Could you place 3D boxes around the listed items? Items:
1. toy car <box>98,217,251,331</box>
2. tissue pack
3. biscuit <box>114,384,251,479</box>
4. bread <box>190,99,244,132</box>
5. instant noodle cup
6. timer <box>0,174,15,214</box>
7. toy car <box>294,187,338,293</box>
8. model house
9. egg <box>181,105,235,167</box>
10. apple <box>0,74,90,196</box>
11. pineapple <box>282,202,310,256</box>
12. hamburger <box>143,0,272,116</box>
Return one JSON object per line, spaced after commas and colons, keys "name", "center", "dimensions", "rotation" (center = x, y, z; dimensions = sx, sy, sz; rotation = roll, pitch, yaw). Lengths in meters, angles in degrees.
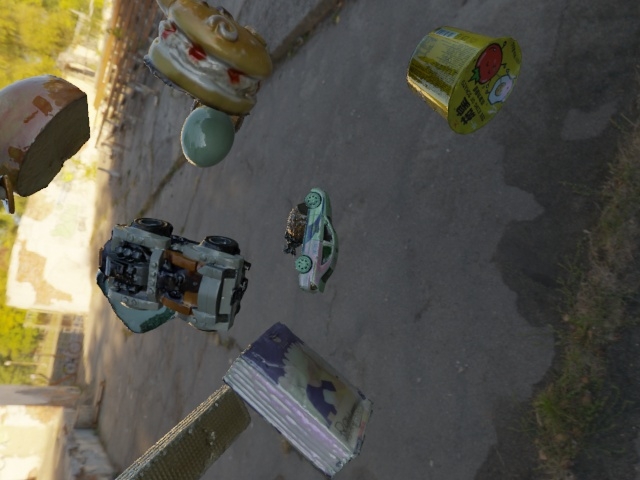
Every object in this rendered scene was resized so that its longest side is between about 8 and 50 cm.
{"name": "toy car", "center": [-0.295, 0.071, 0.831], "dimensions": [0.118, 0.301, 0.193], "rotation": [-58, -18, -73]}
{"name": "tissue pack", "center": [-0.041, 0.373, 1.032], "dimensions": [0.125, 0.343, 0.242], "rotation": [-52, -8, 15]}
{"name": "biscuit", "center": [-0.344, 0.551, 1.091], "dimensions": [0.078, 0.426, 0.144], "rotation": [-20, 98, 35]}
{"name": "bread", "center": [-0.369, -0.467, 1.532], "dimensions": [0.104, 0.199, 0.199], "rotation": [-75, 10, -72]}
{"name": "instant noodle cup", "center": [0.264, -0.319, 0.809], "dimensions": [0.144, 0.182, 0.182], "rotation": [49, 120, 36]}
{"name": "timer", "center": [-0.762, -0.132, 0.817], "dimensions": [0.233, 0.240, 0.233], "rotation": [17, 113, 44]}
{"name": "toy car", "center": [0.000, 0.000, 0.887], "dimensions": [0.076, 0.090, 0.224], "rotation": [5, 78, 13]}
{"name": "model house", "center": [-0.557, 0.107, 1.354], "dimensions": [0.184, 0.253, 0.291], "rotation": [-25, 29, 1]}
{"name": "egg", "center": [-0.332, -0.307, 1.242], "dimensions": [0.149, 0.149, 0.192], "rotation": [-6, 68, 57]}
{"name": "apple", "center": [-0.797, -0.284, 1.158], "dimensions": [0.314, 0.252, 0.309], "rotation": [8, 51, 28]}
{"name": "pineapple", "center": [-0.079, -0.030, 1.430], "dimensions": [0.198, 0.108, 0.108], "rotation": [-61, 33, 35]}
{"name": "hamburger", "center": [-0.257, -0.446, 0.976], "dimensions": [0.302, 0.261, 0.186], "rotation": [38, 115, 14]}
